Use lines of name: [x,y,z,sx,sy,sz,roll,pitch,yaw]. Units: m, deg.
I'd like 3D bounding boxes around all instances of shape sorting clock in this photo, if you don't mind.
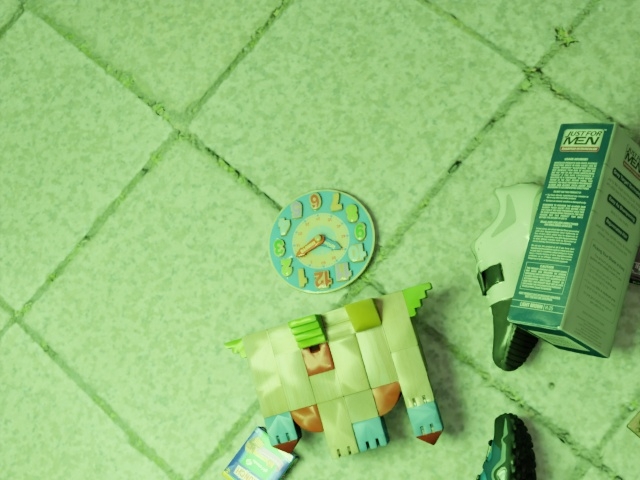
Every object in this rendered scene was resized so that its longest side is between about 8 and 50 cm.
shape sorting clock: [0.000,0.000,1.671,0.206,0.040,0.206,-3,74,12]

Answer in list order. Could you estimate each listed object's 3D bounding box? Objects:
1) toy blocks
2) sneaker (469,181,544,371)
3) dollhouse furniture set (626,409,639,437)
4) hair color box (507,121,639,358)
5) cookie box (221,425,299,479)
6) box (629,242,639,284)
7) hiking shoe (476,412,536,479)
toy blocks: [0.043,0.250,1.537,0.381,0.191,0.261,-17,83,8]
sneaker: [0.324,0.059,1.551,0.146,0.122,0.331,8,77,34]
dollhouse furniture set: [0.593,0.288,1.405,0.151,0.123,0.144,42,87,20]
hair color box: [0.434,-0.001,1.469,0.105,0.174,0.347,7,74,46]
cookie box: [-0.106,0.399,1.586,0.092,0.040,0.107,36,86,19]
box: [0.604,-0.005,1.526,0.184,0.045,0.191,17,80,20]
hiking shoe: [0.268,0.427,1.454,0.132,0.113,0.304,-6,61,34]
